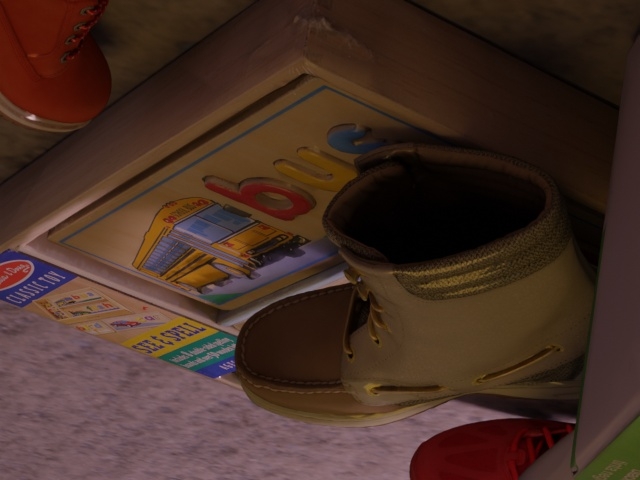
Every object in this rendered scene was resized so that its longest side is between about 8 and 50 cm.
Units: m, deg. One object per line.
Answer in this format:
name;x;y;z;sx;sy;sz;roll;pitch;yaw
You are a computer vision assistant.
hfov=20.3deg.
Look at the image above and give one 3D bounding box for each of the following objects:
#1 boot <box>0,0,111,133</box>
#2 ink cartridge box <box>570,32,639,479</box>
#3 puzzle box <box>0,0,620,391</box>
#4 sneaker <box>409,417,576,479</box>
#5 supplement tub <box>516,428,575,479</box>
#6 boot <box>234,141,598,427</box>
boot;-0.117;-0.097;0.776;0.084;0.059;0.158;-3;152;20
ink cartridge box;0.250;0.015;0.677;0.273;0.198;0.115;13;157;-2
puzzle box;0.000;0.000;0.949;0.272;0.052;0.409;23;154;-25
sneaker;0.170;0.130;1.158;0.221;0.087;0.128;-1;148;-1
supplement tub;0.266;0.180;0.809;0.325;0.235;0.235;53;159;12
boot;0.031;0.023;0.824;0.213;0.077;0.165;-6;152;24
